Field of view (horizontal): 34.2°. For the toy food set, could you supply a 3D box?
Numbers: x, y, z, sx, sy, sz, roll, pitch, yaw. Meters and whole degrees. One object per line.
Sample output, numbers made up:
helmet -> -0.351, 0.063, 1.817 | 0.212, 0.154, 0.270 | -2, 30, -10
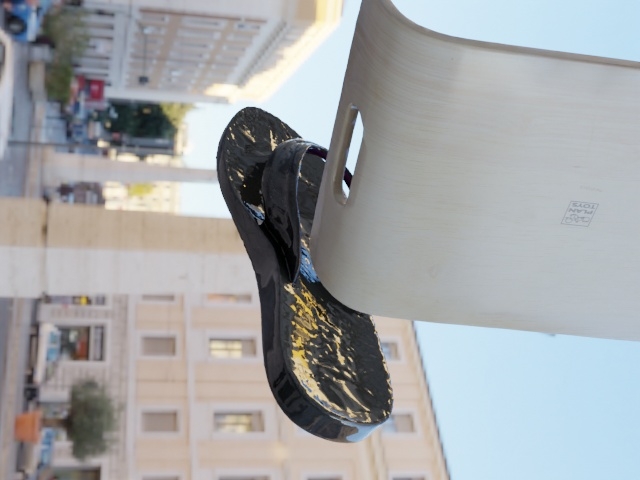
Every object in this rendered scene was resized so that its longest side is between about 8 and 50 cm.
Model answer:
toy food set -> 0.157, -0.046, 0.674 | 0.092, 0.306, 0.220 | -93, -168, -46

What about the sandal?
sandal -> 0.002, 0.002, 1.096 | 0.107, 0.167, 0.446 | -49, -140, 32
